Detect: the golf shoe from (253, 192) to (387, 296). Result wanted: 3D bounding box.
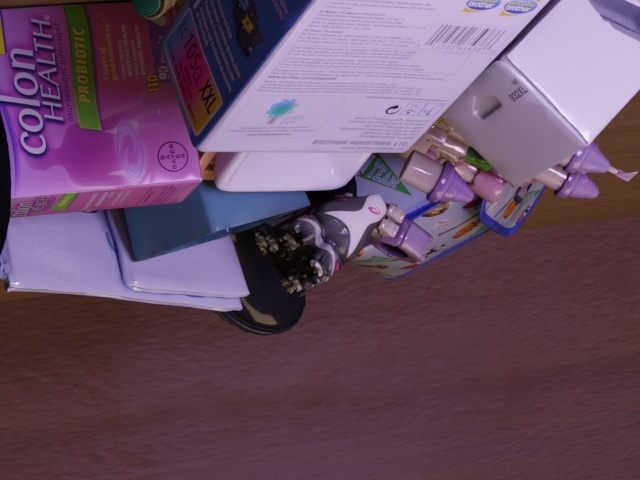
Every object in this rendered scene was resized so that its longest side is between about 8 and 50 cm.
[{"bbox_3d":[0.000,0.000,2.107,0.120,0.105,0.273,-33,-172,-17],"label":"golf shoe"}]

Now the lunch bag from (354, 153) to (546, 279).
[{"bbox_3d":[0.190,-0.107,2.549,0.385,0.239,0.328,-28,166,12],"label":"lunch bag"}]

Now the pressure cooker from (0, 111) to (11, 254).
[{"bbox_3d":[-0.562,-0.064,1.639,0.420,0.375,0.370,-12,132,18],"label":"pressure cooker"}]

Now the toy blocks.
[{"bbox_3d":[0.235,-0.097,2.139,0.260,0.309,0.288,27,165,-7],"label":"toy blocks"}]

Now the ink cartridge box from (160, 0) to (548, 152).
[{"bbox_3d":[0.062,-0.248,1.549,0.270,0.151,0.395,-2,151,-37],"label":"ink cartridge box"}]

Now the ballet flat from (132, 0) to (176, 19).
[{"bbox_3d":[-0.152,-0.272,1.713,0.052,0.057,0.168,-16,174,-21],"label":"ballet flat"}]

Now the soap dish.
[{"bbox_3d":[-0.008,-0.184,1.908,0.229,0.118,0.291,-2,142,-41],"label":"soap dish"}]

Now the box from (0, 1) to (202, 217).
[{"bbox_3d":[-0.273,-0.146,1.858,0.243,0.214,0.117,-6,171,-17],"label":"box"}]

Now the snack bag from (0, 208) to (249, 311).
[{"bbox_3d":[-0.274,-0.061,2.110,0.342,0.323,0.037,7,141,-34],"label":"snack bag"}]

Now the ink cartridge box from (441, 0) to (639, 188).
[{"bbox_3d":[0.294,-0.218,1.755,0.307,0.129,0.223,-45,-177,-17],"label":"ink cartridge box"}]

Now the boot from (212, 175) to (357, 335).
[{"bbox_3d":[-0.066,-0.032,2.371,0.146,0.367,0.445,-49,-165,-28],"label":"boot"}]

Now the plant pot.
[{"bbox_3d":[-0.156,-0.118,2.040,0.165,0.234,0.165,-18,179,-44],"label":"plant pot"}]
